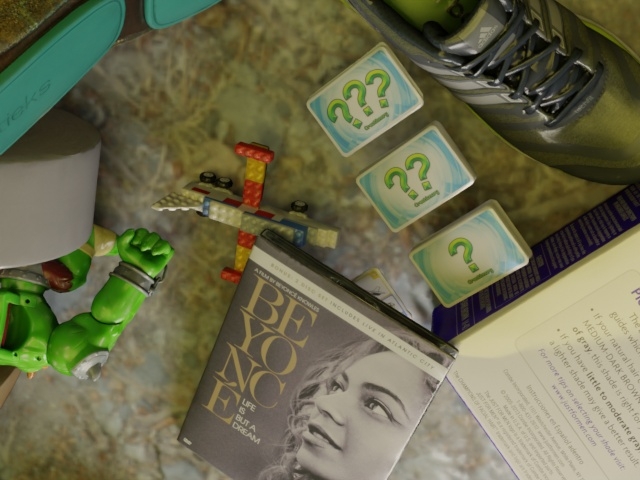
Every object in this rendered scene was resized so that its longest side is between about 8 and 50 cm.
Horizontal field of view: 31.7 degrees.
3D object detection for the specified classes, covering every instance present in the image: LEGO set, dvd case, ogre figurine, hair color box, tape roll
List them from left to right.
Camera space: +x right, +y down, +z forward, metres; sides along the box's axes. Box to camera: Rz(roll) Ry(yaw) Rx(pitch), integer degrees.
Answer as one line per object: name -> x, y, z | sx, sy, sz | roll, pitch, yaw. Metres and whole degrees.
tape roll -> -0.261, -0.050, 0.762 | 0.219, 0.219, 0.072 | 10, 106, 2
ogre figurine -> -0.218, 0.038, 0.834 | 0.197, 0.097, 0.118 | 14, 69, -8
dvd case -> -0.011, 0.119, 0.840 | 0.164, 0.018, 0.221 | 32, 124, 13
LEGO set -> 0.000, 0.000, 0.812 | 0.244, 0.060, 0.182 | -32, 96, 33
hair color box -> 0.267, 0.049, 0.805 | 0.338, 0.110, 0.185 | -33, 99, 15

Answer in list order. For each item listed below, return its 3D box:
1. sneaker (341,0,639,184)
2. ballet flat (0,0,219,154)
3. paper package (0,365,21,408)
sneaker -> 0.116, -0.129, 0.757 | 0.300, 0.121, 0.111 | 32, 107, -5
ballet flat -> -0.142, -0.171, 0.694 | 0.123, 0.348, 0.123 | 31, 146, 24
paper package -> -0.412, 0.118, 0.769 | 0.309, 0.325, 0.168 | 37, 106, -6
